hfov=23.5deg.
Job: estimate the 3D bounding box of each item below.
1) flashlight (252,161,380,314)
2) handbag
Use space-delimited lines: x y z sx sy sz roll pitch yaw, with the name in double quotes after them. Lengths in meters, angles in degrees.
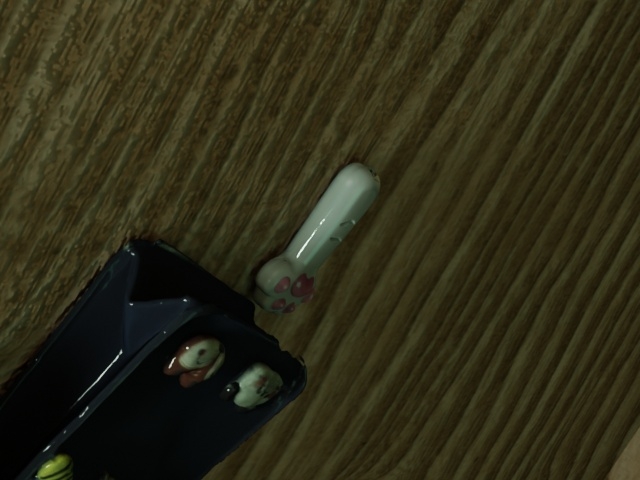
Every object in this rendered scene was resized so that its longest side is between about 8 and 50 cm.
0.000 0.000 1.731 0.200 0.047 0.093 -53 151 6 "flashlight"
-0.191 0.186 1.614 0.329 0.122 0.303 -49 151 1 "handbag"
